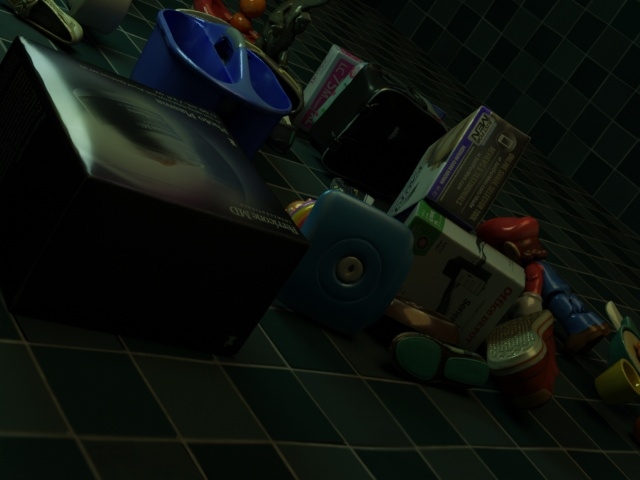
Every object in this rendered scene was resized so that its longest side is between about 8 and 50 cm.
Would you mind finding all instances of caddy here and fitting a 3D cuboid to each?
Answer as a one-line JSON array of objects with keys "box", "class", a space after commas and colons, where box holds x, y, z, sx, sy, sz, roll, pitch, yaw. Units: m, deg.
[{"box": [-0.183, -0.281, 1.817, 0.241, 0.179, 0.341, 22, 23, -30], "class": "caddy"}]

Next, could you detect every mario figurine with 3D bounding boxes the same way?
[{"box": [0.406, 0.096, 2.049, 0.320, 0.170, 0.198, 54, -12, 21], "class": "mario figurine"}]

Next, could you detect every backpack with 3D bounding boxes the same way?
[{"box": [0.122, -0.216, 2.106, 0.253, 0.225, 0.191, 27, 25, -33], "class": "backpack"}]

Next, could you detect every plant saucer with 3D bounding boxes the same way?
[{"box": [0.134, 0.107, 1.561, 0.168, 0.029, 0.168, 23, 3, -1], "class": "plant saucer"}]

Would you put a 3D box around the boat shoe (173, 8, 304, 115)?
[{"box": [-0.170, -0.353, 2.099, 0.324, 0.117, 0.097, 34, 3, -17], "class": "boat shoe"}]

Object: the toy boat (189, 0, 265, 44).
[{"box": [-0.180, -0.497, 2.386, 0.231, 0.151, 0.151, 35, 18, 0], "class": "toy boat"}]

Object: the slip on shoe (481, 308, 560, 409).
[{"box": [0.325, 0.185, 1.680, 0.331, 0.123, 0.101, -41, 108, -76], "class": "slip on shoe"}]

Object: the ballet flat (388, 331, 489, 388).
[{"box": [0.155, 0.170, 1.493, 0.188, 0.070, 0.070, 24, 21, -34], "class": "ballet flat"}]

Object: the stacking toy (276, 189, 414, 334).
[{"box": [0.000, 0.000, 1.537, 0.165, 0.175, 0.302, 27, 6, -22], "class": "stacking toy"}]

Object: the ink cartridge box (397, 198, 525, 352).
[{"box": [0.201, 0.060, 1.674, 0.208, 0.153, 0.087, 33, 21, -2], "class": "ink cartridge box"}]

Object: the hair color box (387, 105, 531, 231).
[{"box": [0.227, -0.099, 1.844, 0.110, 0.185, 0.339, 34, -11, -5], "class": "hair color box"}]

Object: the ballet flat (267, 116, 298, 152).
[{"box": [-0.115, -0.252, 2.030, 0.203, 0.074, 0.074, 44, 21, 27], "class": "ballet flat"}]

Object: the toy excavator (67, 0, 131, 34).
[{"box": [-0.448, -0.572, 2.059, 0.222, 0.445, 0.433, 21, -18, -33], "class": "toy excavator"}]

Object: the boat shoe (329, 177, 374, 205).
[{"box": [0.041, -0.059, 1.845, 0.083, 0.065, 0.183, 32, 13, 0], "class": "boat shoe"}]

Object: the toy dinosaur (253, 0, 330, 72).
[{"box": [-0.079, -0.444, 2.214, 0.121, 0.314, 0.160, 21, 27, -15], "class": "toy dinosaur"}]

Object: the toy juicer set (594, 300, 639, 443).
[{"box": [0.589, 0.243, 1.884, 0.209, 0.089, 0.329, 52, 27, -7], "class": "toy juicer set"}]

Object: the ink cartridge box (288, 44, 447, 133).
[{"box": [0.109, -0.261, 2.247, 0.311, 0.186, 0.065, 26, 18, -26], "class": "ink cartridge box"}]

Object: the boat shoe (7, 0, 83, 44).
[{"box": [-0.471, -0.382, 1.773, 0.153, 0.056, 0.048, 40, 13, -7], "class": "boat shoe"}]

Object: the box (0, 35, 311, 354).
[{"box": [-0.216, -0.048, 1.194, 0.296, 0.183, 0.294, 17, 27, -41], "class": "box"}]
